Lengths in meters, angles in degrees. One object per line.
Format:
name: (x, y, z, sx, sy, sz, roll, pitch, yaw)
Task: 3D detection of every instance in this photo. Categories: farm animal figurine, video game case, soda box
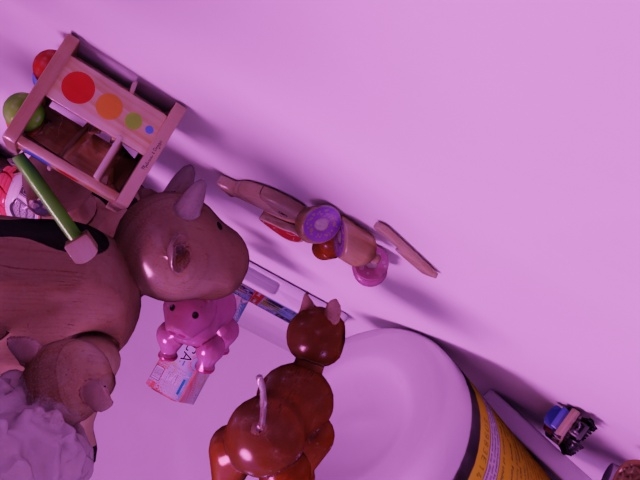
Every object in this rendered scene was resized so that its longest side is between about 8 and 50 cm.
farm animal figurine: (-0.144, 0.025, 0.443, 0.327, 0.172, 0.330, -2, -157, -45)
video game case: (-0.114, 0.030, 0.810, 0.285, 0.025, 0.204, 29, 169, -3)
soda box: (-0.168, 0.137, 1.014, 0.058, 0.183, 0.063, 26, 170, 16)
video game case: (0.238, 0.233, 0.750, 0.190, 0.022, 0.173, 42, 173, 17)

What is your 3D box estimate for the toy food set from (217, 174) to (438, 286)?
toy food set: (0.000, 0.000, 0.393, 0.122, 0.019, 0.078, 18, 165, 45)

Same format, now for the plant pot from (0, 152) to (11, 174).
plant pot: (-0.494, -0.048, 0.925, 0.263, 0.262, 0.229, 21, -175, 35)

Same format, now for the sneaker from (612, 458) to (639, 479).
sneaker: (0.298, 0.201, 0.491, 0.086, 0.064, 0.192, 24, 171, -18)

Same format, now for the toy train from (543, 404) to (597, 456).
toy train: (0.207, 0.160, 0.609, 0.036, 0.027, 0.158, 37, 174, 23)

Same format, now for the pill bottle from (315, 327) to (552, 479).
pill bottle: (0.113, 0.245, 0.658, 0.188, 0.188, 0.334, 14, 151, 53)

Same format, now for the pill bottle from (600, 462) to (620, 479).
pill bottle: (0.316, 0.249, 0.696, 0.083, 0.043, 0.043, 26, 169, 15)

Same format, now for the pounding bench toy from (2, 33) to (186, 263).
pounding bench toy: (-0.113, -0.039, 0.325, 0.065, 0.083, 0.052, 31, 169, -19)

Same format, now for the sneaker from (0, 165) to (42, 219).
sneaker: (-0.297, -0.020, 0.877, 0.093, 0.088, 0.225, 13, 172, 15)
